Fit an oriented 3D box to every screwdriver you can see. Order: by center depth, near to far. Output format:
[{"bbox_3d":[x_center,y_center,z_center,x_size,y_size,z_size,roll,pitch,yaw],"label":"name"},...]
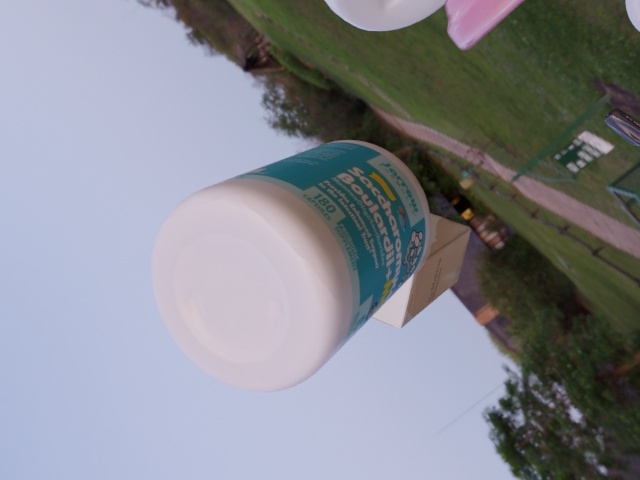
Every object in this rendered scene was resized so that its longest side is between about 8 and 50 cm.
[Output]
[{"bbox_3d":[0.388,-0.092,0.720,0.170,0.024,0.025,35,-149,0],"label":"screwdriver"}]

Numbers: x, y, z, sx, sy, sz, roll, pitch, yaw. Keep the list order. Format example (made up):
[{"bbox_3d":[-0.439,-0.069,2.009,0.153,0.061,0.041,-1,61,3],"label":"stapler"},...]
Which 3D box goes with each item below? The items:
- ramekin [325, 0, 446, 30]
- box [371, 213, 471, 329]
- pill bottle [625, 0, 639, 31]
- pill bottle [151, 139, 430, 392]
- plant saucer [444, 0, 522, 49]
[{"bbox_3d":[0.101,-0.447,0.957,0.277,0.277,0.135,34,-152,-54],"label":"ramekin"},{"bbox_3d":[0.195,0.054,1.371,0.121,0.148,0.311,22,-153,26],"label":"box"},{"bbox_3d":[0.760,-0.510,1.309,0.136,0.246,0.136,161,90,-79],"label":"pill bottle"},{"bbox_3d":[0.000,0.000,0.527,0.146,0.146,0.264,50,-148,4],"label":"pill bottle"},{"bbox_3d":[0.232,-0.311,0.572,0.084,0.332,0.332,49,-169,-4],"label":"plant saucer"}]
